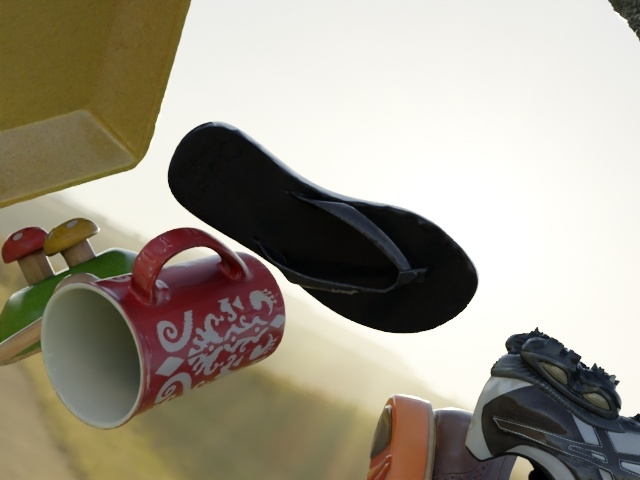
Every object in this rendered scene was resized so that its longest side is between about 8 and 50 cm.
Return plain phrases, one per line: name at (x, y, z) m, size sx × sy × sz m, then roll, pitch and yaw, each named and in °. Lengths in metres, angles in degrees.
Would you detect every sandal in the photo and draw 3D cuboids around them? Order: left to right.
sandal at (-0.001, 0.000, 1.478) m, size 0.254 × 0.097 × 0.054 m, roll 25°, pitch 13°, yaw -7°

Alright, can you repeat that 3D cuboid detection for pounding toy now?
pounding toy at (-0.248, 0.036, 1.817) m, size 0.110 × 0.183 × 0.237 m, roll 65°, pitch 16°, yaw -3°

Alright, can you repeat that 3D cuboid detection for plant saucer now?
plant saucer at (-0.282, -0.177, 1.830) m, size 0.332 × 0.333 × 0.081 m, roll -20°, pitch 54°, yaw -38°

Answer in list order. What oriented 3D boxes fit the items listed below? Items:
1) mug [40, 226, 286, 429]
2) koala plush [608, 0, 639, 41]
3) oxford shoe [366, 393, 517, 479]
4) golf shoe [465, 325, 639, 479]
mug at (-0.104, 0.062, 1.501) m, size 0.169 × 0.113 × 0.150 m, roll -16°, pitch -14°, yaw -47°
koala plush at (0.329, -0.160, 1.325) m, size 0.203 × 0.196 × 0.221 m, roll -21°, pitch -44°, yaw 41°
oxford shoe at (0.100, 0.294, 1.502) m, size 0.132 × 0.364 × 0.130 m, roll 10°, pitch -26°, yaw -8°
golf shoe at (0.171, 0.137, 1.127) m, size 0.198 × 0.094 × 0.077 m, roll 35°, pitch -5°, yaw -3°
